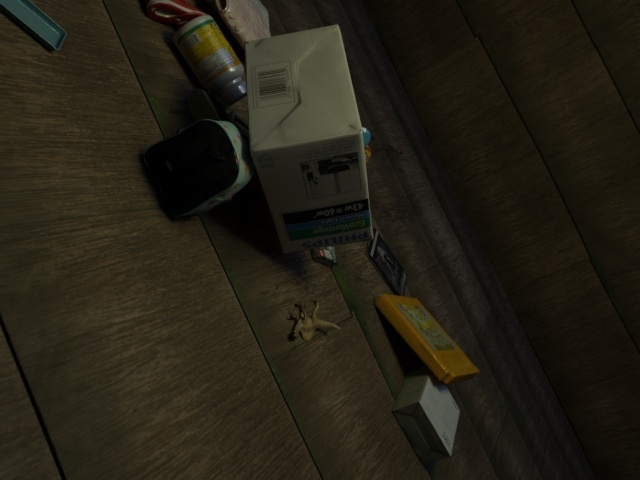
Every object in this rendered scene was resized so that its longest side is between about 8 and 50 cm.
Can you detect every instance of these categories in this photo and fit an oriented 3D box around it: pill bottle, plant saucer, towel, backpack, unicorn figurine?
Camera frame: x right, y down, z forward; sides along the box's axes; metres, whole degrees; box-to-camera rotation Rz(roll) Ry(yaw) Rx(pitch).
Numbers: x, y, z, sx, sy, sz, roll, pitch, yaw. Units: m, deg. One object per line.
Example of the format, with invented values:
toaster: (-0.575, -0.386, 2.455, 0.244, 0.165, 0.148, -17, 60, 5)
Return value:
pill bottle: (-0.265, -0.442, 1.444, 0.208, 0.117, 0.117, 57, 26, -10)
plant saucer: (-0.540, -0.416, 1.015, 0.192, 0.018, 0.067, 40, 33, -38)
towel: (-0.224, -0.682, 1.749, 0.332, 0.053, 0.317, 44, 31, -58)
backpack: (-0.226, -0.149, 1.149, 0.166, 0.188, 0.144, 64, 25, 5)
unicorn figurine: (-0.319, -0.715, 1.675, 0.162, 0.060, 0.111, -77, 144, -65)

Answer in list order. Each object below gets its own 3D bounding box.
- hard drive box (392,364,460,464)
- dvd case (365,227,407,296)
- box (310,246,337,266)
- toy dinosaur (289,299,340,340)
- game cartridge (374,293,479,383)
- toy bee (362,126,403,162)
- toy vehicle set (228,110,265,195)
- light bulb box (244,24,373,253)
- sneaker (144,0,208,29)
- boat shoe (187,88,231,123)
hard drive box: (0.309, 0.489, 1.654, 0.181, 0.089, 0.232, 61, 25, -4)
dvd case: (0.229, 0.082, 1.983, 0.221, 0.018, 0.164, 54, 28, -19)
box: (0.000, 0.000, 1.618, 0.094, 0.027, 0.137, 23, 46, -52)
toy dinosaur: (-0.027, 0.191, 1.375, 0.183, 0.053, 0.093, -3, 83, -55)
game cartridge: (0.339, 0.303, 1.806, 0.324, 0.053, 0.285, 48, 17, 27)
toy bee: (0.121, -0.327, 2.047, 0.298, 0.162, 0.195, 33, 6, 9)
toy vehicle set: (-0.152, -0.199, 1.515, 0.267, 0.035, 0.166, 37, 36, -43)
light bulb box: (-0.022, -0.221, 1.323, 0.361, 0.225, 0.358, 78, 4, -54)
sneaker: (-0.360, -0.606, 1.464, 0.221, 0.087, 0.128, 1, 66, -63)
boat shoe: (-0.237, -0.253, 1.354, 0.068, 0.081, 0.228, 0, 63, -58)
